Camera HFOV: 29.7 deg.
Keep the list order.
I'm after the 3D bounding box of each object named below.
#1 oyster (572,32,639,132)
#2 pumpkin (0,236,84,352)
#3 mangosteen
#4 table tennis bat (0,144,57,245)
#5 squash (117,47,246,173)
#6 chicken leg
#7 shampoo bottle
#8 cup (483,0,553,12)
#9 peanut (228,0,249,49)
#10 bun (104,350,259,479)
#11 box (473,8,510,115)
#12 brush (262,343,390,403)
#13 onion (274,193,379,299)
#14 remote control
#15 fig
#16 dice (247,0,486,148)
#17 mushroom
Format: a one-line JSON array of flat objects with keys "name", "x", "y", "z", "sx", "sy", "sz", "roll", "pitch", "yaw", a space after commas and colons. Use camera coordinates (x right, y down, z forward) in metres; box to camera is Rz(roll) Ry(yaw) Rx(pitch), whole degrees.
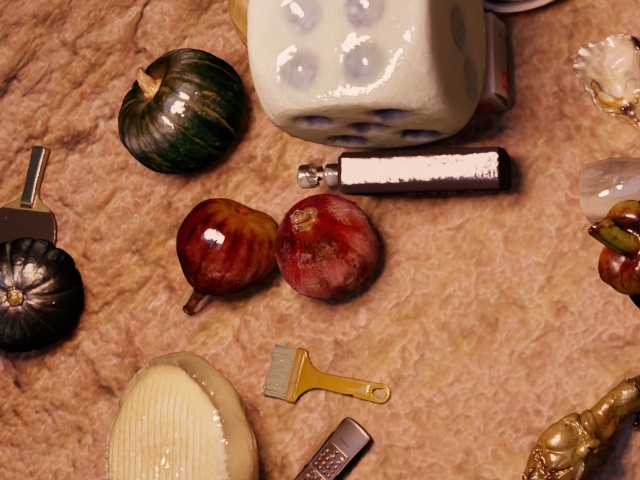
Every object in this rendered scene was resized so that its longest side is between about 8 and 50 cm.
[{"name": "oyster", "x": 0.418, "y": -0.234, "z": 1.699, "sx": 0.146, "sy": 0.045, "sz": 0.121, "roll": 31, "pitch": 94, "yaw": 36}, {"name": "pumpkin", "x": -0.485, "y": 0.090, "z": 1.988, "sx": 0.194, "sy": 0.150, "sz": 0.194, "roll": -1, "pitch": 86, "yaw": 20}, {"name": "mangosteen", "x": 0.442, "y": 0.013, "z": 1.516, "sx": 0.194, "sy": 0.230, "sz": 0.194, "roll": -24, "pitch": 63, "yaw": 58}, {"name": "table tennis bat", "x": -0.518, "y": -0.033, "z": 2.117, "sx": 0.154, "sy": 0.021, "sz": 0.274, "roll": 7, "pitch": 81, "yaw": 27}, {"name": "squash", "x": -0.223, "y": -0.206, "z": 1.932, "sx": 0.218, "sy": 0.172, "sz": 0.218, "roll": -9, "pitch": 76, "yaw": 37}, {"name": "chicken leg", "x": 0.348, "y": 0.256, "z": 1.569, "sx": 0.228, "sy": 0.103, "sz": 0.088, "roll": -45, "pitch": 46, "yaw": 4}, {"name": "shampoo bottle", "x": 0.115, "y": -0.096, "z": 1.755, "sx": 0.309, "sy": 0.098, "sz": 0.071, "roll": -2, "pitch": 91, "yaw": 18}, {"name": "cup", "x": 0.280, "y": -0.479, "z": 1.754, "sx": 0.257, "sy": 0.219, "sz": 0.290, "roll": -3, "pitch": 103, "yaw": 25}, {"name": "peanut", "x": -0.056, "y": -0.315, "z": 1.900, "sx": 0.147, "sy": 0.147, "sz": 0.305, "roll": -30, "pitch": 65, "yaw": 16}, {"name": "bun", "x": -0.192, "y": 0.314, "z": 1.793, "sx": 0.287, "sy": 0.146, "sz": 0.287, "roll": -10, "pitch": 74, "yaw": 39}, {"name": "box", "x": 0.150, "y": -0.250, "z": 1.815, "sx": 0.269, "sy": 0.079, "sz": 0.135, "roll": -6, "pitch": 74, "yaw": 25}, {"name": "brush", "x": 0.011, "y": 0.211, "z": 1.797, "sx": 0.205, "sy": 0.011, "sz": 0.083, "roll": 9, "pitch": 79, "yaw": 27}, {"name": "onion", "x": 0.000, "y": 0.000, "z": 1.756, "sx": 0.159, "sy": 0.195, "sz": 0.159, "roll": -6, "pitch": 69, "yaw": 15}, {"name": "remote control", "x": -0.006, "y": 0.351, "z": 1.758, "sx": 0.059, "sy": 0.028, "sz": 0.212, "roll": 42, "pitch": 97, "yaw": 25}, {"name": "fig", "x": -0.160, "y": 0.019, "z": 1.849, "sx": 0.202, "sy": 0.149, "sz": 0.148, "roll": -39, "pitch": 18, "yaw": -3}, {"name": "dice", "x": 0.068, "y": -0.281, "z": 1.664, "sx": 0.264, "sy": 0.262, "sz": 0.268, "roll": -1, "pitch": 80, "yaw": 25}, {"name": "mushroom", "x": 0.454, "y": -0.092, "z": 1.621, "sx": 0.223, "sy": 0.081, "sz": 0.092, "roll": -24, "pitch": 44, "yaw": 20}]
